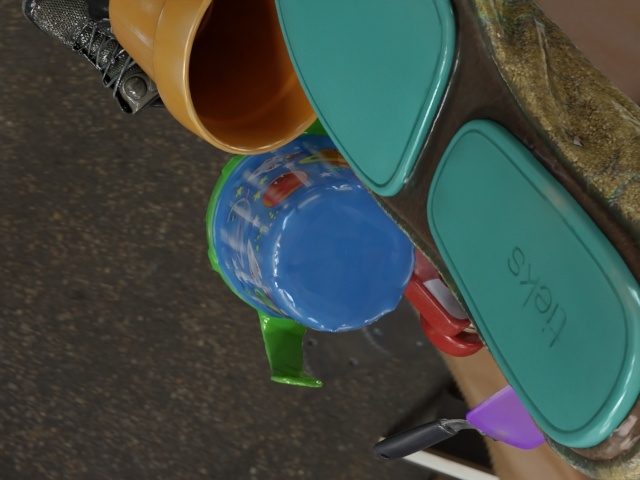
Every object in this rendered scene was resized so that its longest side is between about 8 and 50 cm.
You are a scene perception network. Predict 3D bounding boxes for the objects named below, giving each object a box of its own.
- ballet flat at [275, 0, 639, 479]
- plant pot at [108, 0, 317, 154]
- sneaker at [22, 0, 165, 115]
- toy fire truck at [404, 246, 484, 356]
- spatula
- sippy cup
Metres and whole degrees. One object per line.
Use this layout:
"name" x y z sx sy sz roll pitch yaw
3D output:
"ballet flat" 0.082 -0.041 0.551 0.123 0.348 0.123 -14 135 -15
"plant pot" -0.106 -0.212 1.295 0.205 0.188 0.205 -24 128 -34
"sneaker" -0.258 -0.235 1.612 0.227 0.130 0.087 30 115 -30
"toy fire truck" 0.193 -0.015 1.702 0.254 0.169 0.302 49 50 8
"spatula" 0.137 0.185 1.277 0.084 0.296 0.030 29 63 -20
"sippy cup" 0.000 0.000 1.492 0.240 0.224 0.305 -27 107 -7
